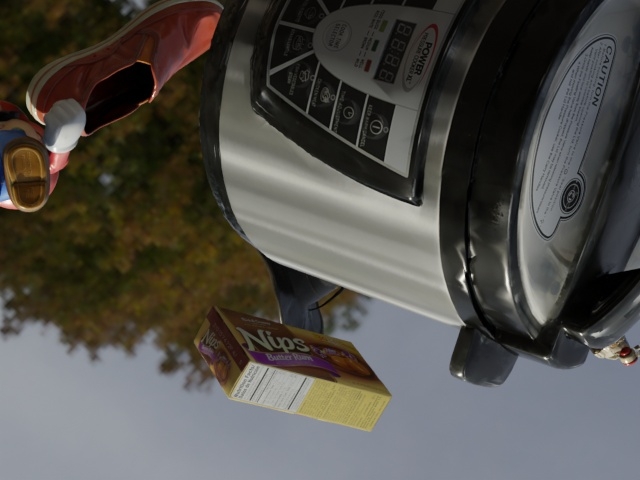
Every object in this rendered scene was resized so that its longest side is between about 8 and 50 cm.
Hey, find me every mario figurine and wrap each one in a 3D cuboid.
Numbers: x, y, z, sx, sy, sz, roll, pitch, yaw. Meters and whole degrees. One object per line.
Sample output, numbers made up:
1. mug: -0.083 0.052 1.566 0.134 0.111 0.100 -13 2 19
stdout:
1. mario figurine: -0.395 -0.114 1.729 0.320 0.198 0.170 -133 -121 -75

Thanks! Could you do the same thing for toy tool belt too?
1. toy tool belt: 0.334 0.110 1.678 0.052 0.051 0.083 -35 -157 -4

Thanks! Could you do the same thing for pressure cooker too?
1. pressure cooker: 0.153 -0.106 1.282 0.420 0.369 0.375 20 -135 34

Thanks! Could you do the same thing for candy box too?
1. candy box: -0.029 0.134 1.513 0.053 0.187 0.109 -60 -145 16

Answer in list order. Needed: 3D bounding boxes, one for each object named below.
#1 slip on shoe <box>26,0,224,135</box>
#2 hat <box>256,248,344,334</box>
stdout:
1. slip on shoe: -0.244 -0.235 1.971 0.101 0.123 0.331 34 -131 27
2. hat: 0.000 0.000 2.010 0.134 0.331 0.331 -14 -143 10
